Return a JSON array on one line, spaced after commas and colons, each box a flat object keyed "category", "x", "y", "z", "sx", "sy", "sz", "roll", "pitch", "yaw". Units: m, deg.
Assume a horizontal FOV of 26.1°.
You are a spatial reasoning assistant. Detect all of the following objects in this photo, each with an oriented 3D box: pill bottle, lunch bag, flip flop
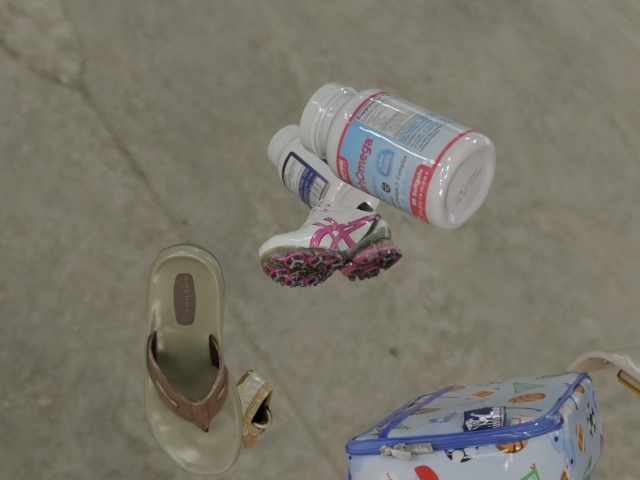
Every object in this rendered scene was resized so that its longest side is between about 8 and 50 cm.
[{"category": "pill bottle", "x": 0.000, "y": -0.093, "z": 1.912, "sx": 0.094, "sy": 0.094, "sz": 0.169, "roll": 0, "pitch": 31, "yaw": -40}, {"category": "pill bottle", "x": 0.062, "y": -0.077, "z": 1.174, "sx": 0.160, "sy": 0.087, "sz": 0.087, "roll": 28, "pitch": 30, "yaw": 32}, {"category": "lunch bag", "x": 0.162, "y": 0.218, "z": 1.468, "sx": 0.303, "sy": 0.243, "sz": 0.115, "roll": -11, "pitch": 93, "yaw": -66}, {"category": "flip flop", "x": -0.144, "y": 0.141, "z": 1.543, "sx": 0.112, "sy": 0.277, "sz": 0.080, "roll": -2, "pitch": 19, "yaw": -5}]

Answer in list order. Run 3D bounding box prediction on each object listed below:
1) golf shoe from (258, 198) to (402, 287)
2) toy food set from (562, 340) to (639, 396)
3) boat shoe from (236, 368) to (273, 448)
[{"category": "golf shoe", "x": 0.000, "y": 0.000, "z": 1.438, "sx": 0.186, "sy": 0.067, "sz": 0.086, "roll": -4, "pitch": 61, "yaw": -47}, {"category": "toy food set", "x": 0.449, "y": 0.219, "z": 1.597, "sx": 0.306, "sy": 0.092, "sz": 0.220, "roll": 36, "pitch": 23, "yaw": 32}, {"category": "boat shoe", "x": -0.083, "y": 0.218, "z": 1.704, "sx": 0.045, "sy": 0.135, "sz": 0.050, "roll": 29, "pitch": 52, "yaw": 20}]
